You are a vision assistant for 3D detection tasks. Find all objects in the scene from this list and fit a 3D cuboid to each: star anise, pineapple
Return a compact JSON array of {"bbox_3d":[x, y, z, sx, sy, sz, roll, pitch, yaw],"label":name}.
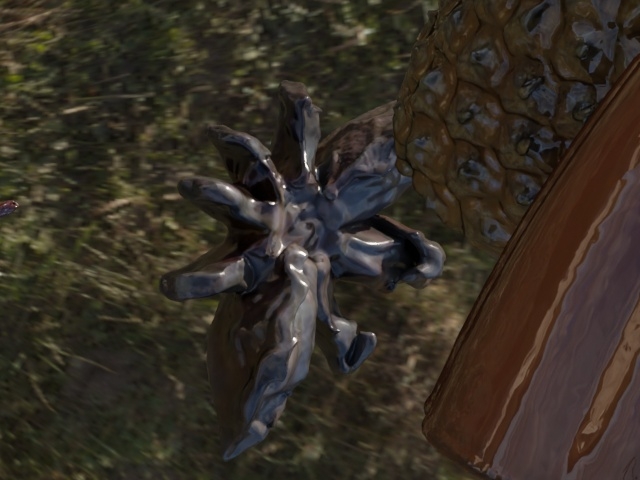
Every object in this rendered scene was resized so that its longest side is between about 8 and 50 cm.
[{"bbox_3d":[0.003,-0.003,1.110,0.258,0.111,0.198,-31,113,-34],"label":"star anise"},{"bbox_3d":[0.171,-0.125,0.767,0.202,0.362,0.202,8,61,-14],"label":"pineapple"}]

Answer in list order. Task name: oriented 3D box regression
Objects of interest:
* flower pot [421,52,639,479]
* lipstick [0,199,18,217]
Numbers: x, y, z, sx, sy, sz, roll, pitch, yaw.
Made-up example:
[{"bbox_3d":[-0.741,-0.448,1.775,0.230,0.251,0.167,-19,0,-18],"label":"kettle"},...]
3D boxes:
[{"bbox_3d":[0.154,0.026,0.654,0.191,0.190,0.173,19,99,-22],"label":"flower pot"},{"bbox_3d":[-0.323,-0.014,1.541,0.107,0.025,0.025,-21,111,7],"label":"lipstick"}]
